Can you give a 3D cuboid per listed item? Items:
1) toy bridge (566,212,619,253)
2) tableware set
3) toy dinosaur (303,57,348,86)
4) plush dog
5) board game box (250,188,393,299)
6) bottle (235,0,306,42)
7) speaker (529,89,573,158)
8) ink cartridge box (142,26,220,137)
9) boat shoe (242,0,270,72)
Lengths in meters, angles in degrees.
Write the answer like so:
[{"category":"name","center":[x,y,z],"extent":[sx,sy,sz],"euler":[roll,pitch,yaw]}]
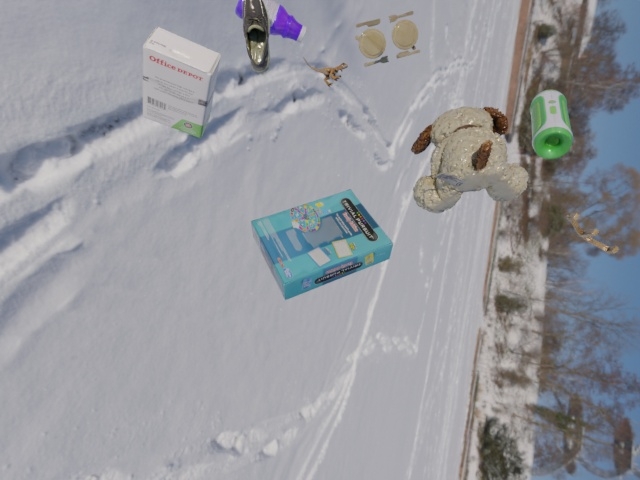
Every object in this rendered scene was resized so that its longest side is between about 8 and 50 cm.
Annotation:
[{"category":"toy bridge","center":[0.897,-0.023,1.347],"extent":[0.026,0.188,0.063],"euler":[-49,178,-6]},{"category":"tableware set","center":[0.212,-0.631,1.272],"extent":[0.039,0.194,0.128],"euler":[-117,-168,-74]},{"category":"toy dinosaur","center":[0.025,-0.732,1.752],"extent":[0.211,0.064,0.112],"euler":[-13,71,-29]},{"category":"plush dog","center":[0.330,-0.214,0.925],"extent":[0.211,0.262,0.226],"euler":[67,15,-56]},{"category":"board game box","center":[0.000,0.000,1.179],"extent":[0.335,0.254,0.079],"euler":[-19,142,-18]},{"category":"bottle","center":[-0.194,-0.895,1.620],"extent":[0.092,0.282,0.118],"euler":[16,-93,70]},{"category":"speaker","center":[0.825,-0.423,1.449],"extent":[0.131,0.131,0.297],"euler":[77,27,-44]},{"category":"ink cartridge box","center":[-0.439,-0.483,1.264],"extent":[0.273,0.198,0.115],"euler":[127,-22,-53]},{"category":"boat shoe","center":[-0.187,-0.619,1.188],"extent":[0.073,0.080,0.224],"euler":[-115,-159,-78]}]
